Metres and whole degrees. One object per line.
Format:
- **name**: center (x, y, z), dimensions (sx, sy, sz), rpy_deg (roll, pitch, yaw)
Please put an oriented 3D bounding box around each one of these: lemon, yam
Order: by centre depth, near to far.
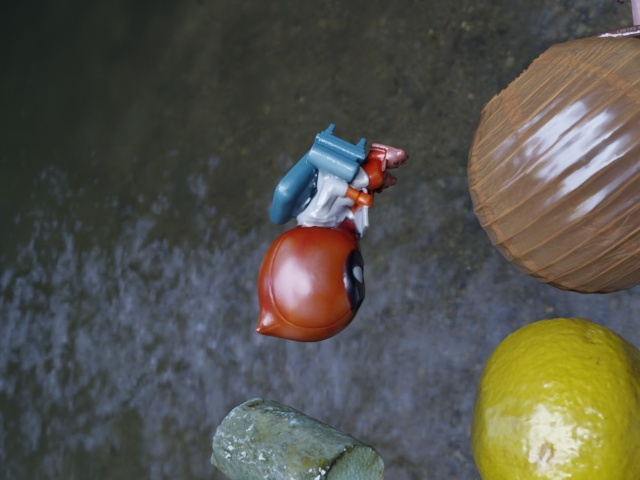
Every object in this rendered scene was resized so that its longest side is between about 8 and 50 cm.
- **lemon**: center (0.242, 0.180, 0.912), dimensions (0.188, 0.188, 0.257), rpy_deg (-33, 30, 43)
- **yam**: center (-0.033, 0.235, 0.991), dimensions (0.194, 0.107, 0.107), rpy_deg (15, 92, 47)

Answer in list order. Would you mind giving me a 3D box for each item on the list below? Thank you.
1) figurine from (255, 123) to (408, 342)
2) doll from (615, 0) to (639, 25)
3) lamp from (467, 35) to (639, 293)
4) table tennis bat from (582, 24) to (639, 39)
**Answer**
- **figurine**: center (0.000, 0.000, 0.583), dimensions (0.068, 0.075, 0.140), rpy_deg (116, 175, -70)
- **doll**: center (0.492, -0.255, 1.096), dimensions (0.268, 0.284, 0.217), rpy_deg (-2, 97, 48)
- **lamp**: center (0.145, -0.038, 0.485), dimensions (0.136, 0.136, 0.137), rpy_deg (-20, 64, 48)
- **table tennis bat**: center (0.193, -0.115, 0.610), dimensions (0.156, 0.086, 0.013), rpy_deg (42, -140, -82)
